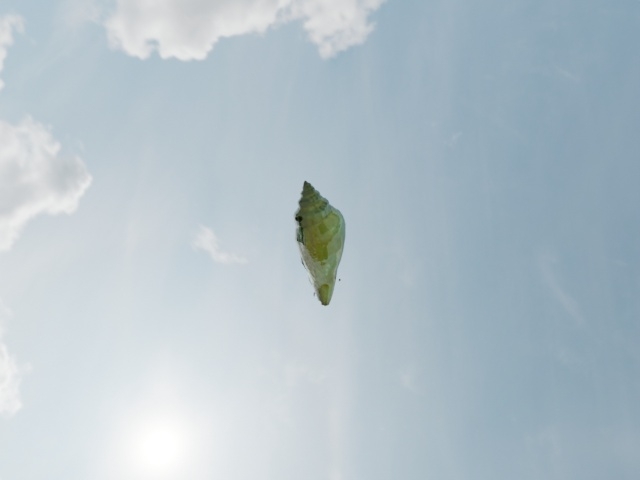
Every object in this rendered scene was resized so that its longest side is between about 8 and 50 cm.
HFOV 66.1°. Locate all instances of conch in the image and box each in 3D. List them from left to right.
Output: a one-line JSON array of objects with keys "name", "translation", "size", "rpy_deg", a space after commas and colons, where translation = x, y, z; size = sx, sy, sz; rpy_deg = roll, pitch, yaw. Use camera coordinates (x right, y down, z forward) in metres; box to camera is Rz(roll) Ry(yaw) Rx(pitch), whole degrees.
[{"name": "conch", "translation": [-0.003, -0.001, 0.779], "size": [0.080, 0.200, 0.095], "rpy_deg": [-5, -145, -12]}]
